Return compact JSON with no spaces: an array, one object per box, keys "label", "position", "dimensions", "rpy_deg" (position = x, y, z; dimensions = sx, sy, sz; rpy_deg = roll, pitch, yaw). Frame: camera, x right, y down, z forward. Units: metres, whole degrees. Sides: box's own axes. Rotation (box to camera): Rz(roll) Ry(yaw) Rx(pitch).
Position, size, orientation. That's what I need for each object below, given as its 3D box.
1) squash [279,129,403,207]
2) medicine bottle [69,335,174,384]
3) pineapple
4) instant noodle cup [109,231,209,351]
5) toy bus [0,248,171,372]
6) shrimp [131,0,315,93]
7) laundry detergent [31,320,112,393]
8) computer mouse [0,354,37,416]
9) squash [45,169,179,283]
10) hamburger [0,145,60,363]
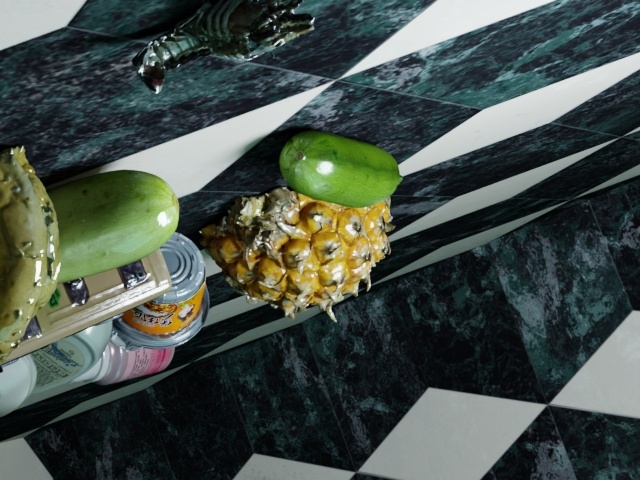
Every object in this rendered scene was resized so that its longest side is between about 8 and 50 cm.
[{"label":"squash","position":[0.037,-0.097,1.785],"dimensions":[0.101,0.101,0.378],"rpy_deg":[-23,172,20]},{"label":"medicine bottle","position":[-0.415,0.212,2.506],"dimensions":[0.147,0.147,0.247],"rpy_deg":[-28,168,39]},{"label":"pineapple","position":[-0.052,0.036,2.031],"dimensions":[0.344,0.209,0.286],"rpy_deg":[-22,171,18]},{"label":"instant noodle cup","position":[-0.248,0.063,1.951],"dimensions":[0.177,0.208,0.125],"rpy_deg":[19,146,-7]},{"label":"toy bus","position":[-0.352,0.070,1.670],"dimensions":[0.289,0.139,0.157],"rpy_deg":[-22,-177,-31]},{"label":"shrimp","position":[-0.088,-0.194,1.122],"dimensions":[0.174,0.076,0.082],"rpy_deg":[-18,131,13]},{"label":"laundry detergent","position":[-0.412,0.118,1.875],"dimensions":[0.280,0.215,0.105],"rpy_deg":[-26,-147,27]},{"label":"computer mouse","position":[-0.566,0.185,1.782],"dimensions":[0.330,0.095,0.197],"rpy_deg":[15,130,-30]},{"label":"squash","position":[-0.345,0.003,1.511],"dimensions":[0.370,0.118,0.118],"rpy_deg":[-17,171,8]},{"label":"hamburger","position":[-0.391,0.044,1.354],"dimensions":[0.308,0.211,0.132],"rpy_deg":[-28,172,36]}]
